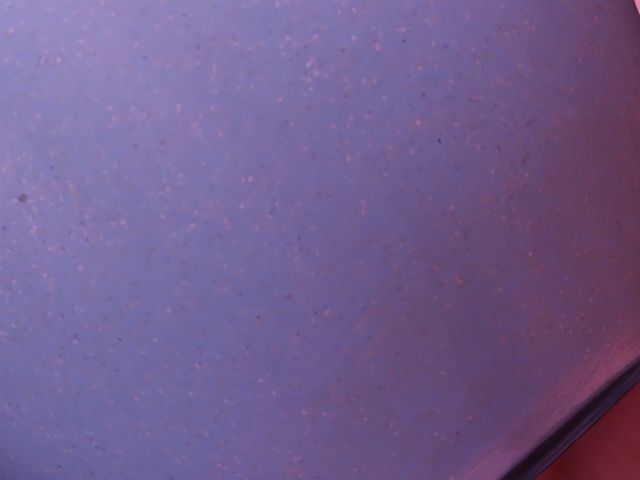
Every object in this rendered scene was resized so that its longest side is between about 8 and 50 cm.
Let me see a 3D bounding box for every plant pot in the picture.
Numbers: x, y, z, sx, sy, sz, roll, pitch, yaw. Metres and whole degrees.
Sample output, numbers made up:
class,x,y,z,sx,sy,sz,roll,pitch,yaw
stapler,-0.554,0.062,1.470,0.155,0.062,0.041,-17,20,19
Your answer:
class,x,y,z,sx,sy,sz,roll,pitch,yaw
plant pot,0.000,0.000,0.515,0.290,0.290,0.195,-46,75,19
